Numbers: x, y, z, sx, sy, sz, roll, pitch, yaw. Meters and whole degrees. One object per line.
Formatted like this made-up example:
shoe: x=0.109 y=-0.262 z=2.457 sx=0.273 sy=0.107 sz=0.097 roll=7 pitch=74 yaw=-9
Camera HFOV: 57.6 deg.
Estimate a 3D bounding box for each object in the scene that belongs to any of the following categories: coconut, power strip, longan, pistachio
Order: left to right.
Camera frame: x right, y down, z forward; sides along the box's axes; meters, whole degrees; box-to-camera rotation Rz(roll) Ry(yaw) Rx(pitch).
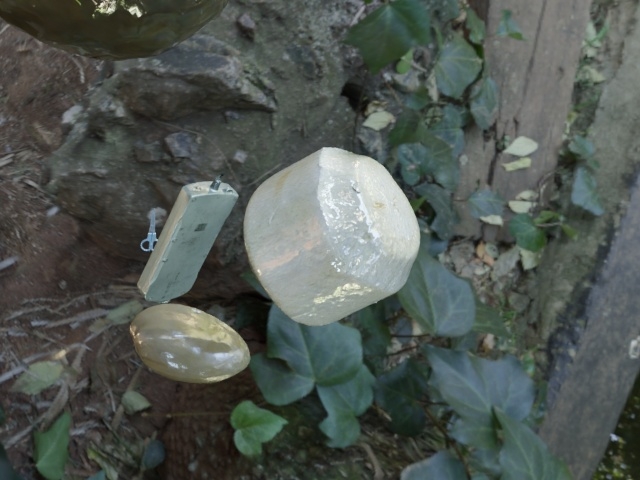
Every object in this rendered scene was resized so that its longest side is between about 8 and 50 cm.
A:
longan: x=-0.271 y=-0.414 z=0.706 sx=0.391 sy=0.391 sz=0.390 roll=-5 pitch=99 yaw=-33
power strip: x=-0.178 y=-0.002 z=0.775 sx=0.080 sy=0.029 sz=0.226 roll=-7 pitch=138 yaw=-50
pistachio: x=-0.242 y=0.194 z=1.078 sx=0.226 sy=0.136 sz=0.135 roll=17 pitch=86 yaw=-9
coconut: x=0.000 y=0.000 z=0.860 sx=0.237 sy=0.266 sz=0.237 roll=32 pitch=42 yaw=-34

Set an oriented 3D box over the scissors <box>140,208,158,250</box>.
scissors: x=-0.291 y=-0.018 z=1.009 sx=0.036 sy=0.006 sz=0.083 roll=2 pitch=118 yaw=-24
